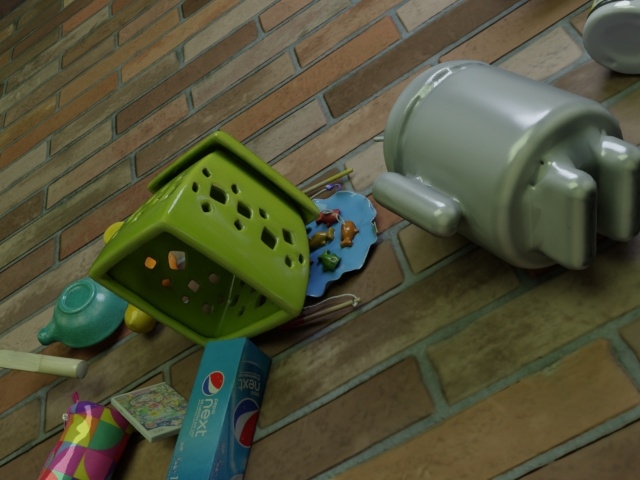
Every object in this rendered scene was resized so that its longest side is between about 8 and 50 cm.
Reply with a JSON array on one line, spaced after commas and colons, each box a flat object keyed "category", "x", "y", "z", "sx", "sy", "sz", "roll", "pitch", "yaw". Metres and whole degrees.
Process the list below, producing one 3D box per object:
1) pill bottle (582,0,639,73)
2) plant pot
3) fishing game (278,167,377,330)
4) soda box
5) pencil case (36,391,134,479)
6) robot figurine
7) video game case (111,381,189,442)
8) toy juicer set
[{"category": "pill bottle", "x": 0.430, "y": -0.334, "z": 1.014, "sx": 0.119, "sy": 0.119, "sz": 0.209, "roll": 5, "pitch": 59, "yaw": 40}, {"category": "plant pot", "x": -0.145, "y": -0.005, "z": 1.069, "sx": 0.227, "sy": 0.228, "sz": 0.207, "roll": -28, "pitch": 33, "yaw": 45}, {"category": "fishing game", "x": 0.000, "y": 0.000, "z": 1.123, "sx": 0.189, "sy": 0.041, "sz": 0.264, "roll": -21, "pitch": 45, "yaw": 26}, {"category": "soda box", "x": -0.130, "y": 0.235, "z": 0.999, "sx": 0.071, "sy": 0.067, "sz": 0.210, "roll": -11, "pitch": 50, "yaw": 30}, {"category": "pencil case", "x": -0.344, "y": 0.336, "z": 1.055, "sx": 0.104, "sy": 0.104, "sz": 0.236, "roll": -6, "pitch": 52, "yaw": 34}, {"category": "robot figurine", "x": 0.210, "y": -0.098, "z": 0.919, "sx": 0.299, "sy": 0.200, "sz": 0.353, "roll": -24, "pitch": 36, "yaw": -21}, {"category": "video game case", "x": -0.226, "y": 0.237, "z": 1.071, "sx": 0.122, "sy": 0.087, "sz": 0.011, "roll": 24, "pitch": 117, "yaw": 46}, {"category": "toy juicer set", "x": -0.358, "y": 0.129, "z": 1.263, "sx": 0.209, "sy": 0.089, "sz": 0.329, "roll": 23, "pitch": 62, "yaw": 33}]
